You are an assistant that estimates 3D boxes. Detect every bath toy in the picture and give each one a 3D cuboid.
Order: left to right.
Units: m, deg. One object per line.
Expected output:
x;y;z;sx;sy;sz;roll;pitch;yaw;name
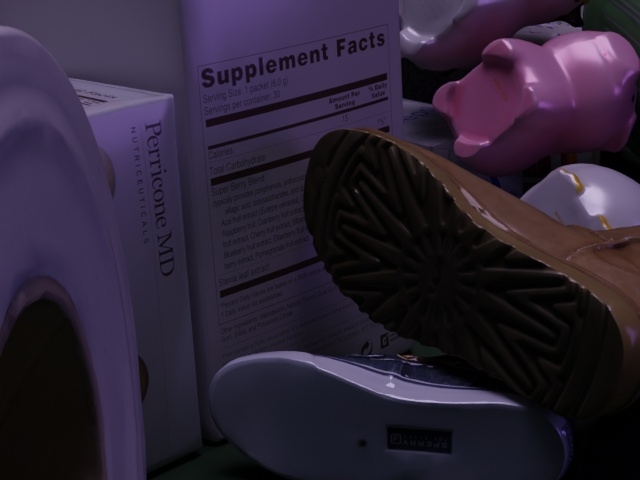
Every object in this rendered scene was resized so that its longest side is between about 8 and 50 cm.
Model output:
0.151;-0.106;0.984;0.151;0.348;0.129;-33;-29;28;bath toy

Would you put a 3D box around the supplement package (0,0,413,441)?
-0.070;-0.064;0.842;0.177;0.293;0.175;12;22;42;supplement package

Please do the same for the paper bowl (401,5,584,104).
0.162;-0.189;1.255;0.284;0.148;0.284;6;-12;1;paper bowl

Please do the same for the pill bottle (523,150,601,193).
0.155;-0.082;1.206;0.152;0.086;0.086;2;18;16;pill bottle

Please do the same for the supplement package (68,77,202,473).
-0.225;0.035;0.711;0.198;0.199;0.262;13;24;42;supplement package

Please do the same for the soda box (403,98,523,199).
0.034;-0.061;1.147;0.091;0.098;0.286;-15;21;-32;soda box

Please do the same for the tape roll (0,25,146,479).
-0.119;0.084;0.387;0.100;0.286;0.286;-2;17;4;tape roll

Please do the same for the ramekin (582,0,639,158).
0.354;-0.146;1.038;0.303;0.303;0.148;-4;25;-3;ramekin

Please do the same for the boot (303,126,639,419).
0.154;0.012;0.791;0.269;0.089;0.236;-6;36;-45;boot

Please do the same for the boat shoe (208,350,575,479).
0.040;0.086;0.736;0.183;0.065;0.083;8;15;14;boat shoe
